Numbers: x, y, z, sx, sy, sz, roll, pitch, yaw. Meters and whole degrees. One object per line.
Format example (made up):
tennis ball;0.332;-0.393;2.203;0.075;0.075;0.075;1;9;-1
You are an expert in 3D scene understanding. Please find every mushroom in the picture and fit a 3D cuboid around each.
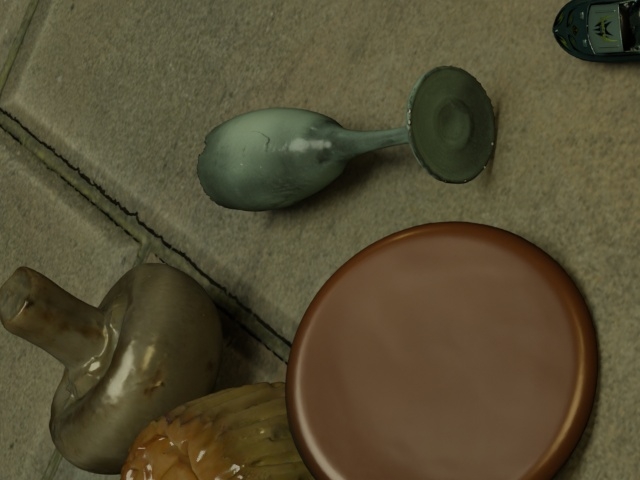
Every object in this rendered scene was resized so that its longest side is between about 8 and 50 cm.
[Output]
mushroom;-0.201;0.103;1.729;0.207;0.215;0.207;-46;25;28

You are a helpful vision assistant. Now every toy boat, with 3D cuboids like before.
toy boat;0.225;-0.164;1.434;0.141;0.060;0.055;5;105;57

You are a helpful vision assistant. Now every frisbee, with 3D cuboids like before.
frisbee;0.088;0.100;1.434;0.250;0.021;0.251;-7;66;17

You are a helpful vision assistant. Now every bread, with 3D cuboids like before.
bread;-0.082;0.243;1.584;0.274;0.149;0.274;-29;50;42

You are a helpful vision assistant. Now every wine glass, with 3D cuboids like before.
wine glass;0.000;0.000;1.620;0.309;0.096;0.264;-8;70;51
